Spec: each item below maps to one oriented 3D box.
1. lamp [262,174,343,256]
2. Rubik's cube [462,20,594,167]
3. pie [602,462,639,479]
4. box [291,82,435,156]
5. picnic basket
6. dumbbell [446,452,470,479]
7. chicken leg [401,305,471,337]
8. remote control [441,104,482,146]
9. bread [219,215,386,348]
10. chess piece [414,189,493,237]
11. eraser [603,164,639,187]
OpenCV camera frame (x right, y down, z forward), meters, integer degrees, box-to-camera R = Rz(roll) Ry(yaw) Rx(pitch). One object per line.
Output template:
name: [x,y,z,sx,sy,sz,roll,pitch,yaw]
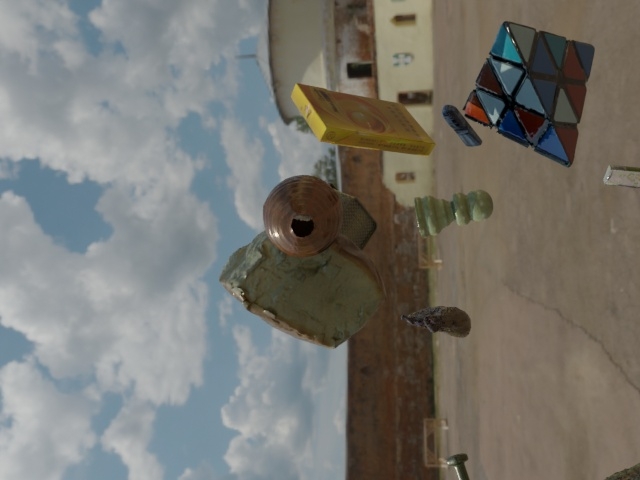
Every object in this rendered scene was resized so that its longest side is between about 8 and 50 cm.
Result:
lamp: [-0.029,-0.040,0.994,0.136,0.136,0.137,-2,-90,-81]
Rubik's cube: [0.445,-0.247,1.136,0.284,0.249,0.234,106,147,-67]
pie: [0.544,0.418,0.985,0.302,0.302,0.067,50,-160,-76]
box: [0.086,-0.235,1.195,0.152,0.269,0.044,60,136,39]
picnic basket: [0.000,0.000,1.498,0.267,0.139,0.165,-55,-39,-9]
dumbbell: [0.327,0.546,1.375,0.052,0.046,0.118,-41,60,47]
chicken leg: [0.324,0.220,1.668,0.322,0.177,0.083,160,115,-80]
remote control: [0.333,-0.270,1.442,0.152,0.043,0.027,34,-118,-42]
bread: [-0.027,0.075,1.178,0.225,0.279,0.250,-57,15,-7]
chess piece: [0.456,-0.101,2.049,0.144,0.251,0.145,-11,-90,-74]
eraser: [0.589,-0.122,1.155,0.019,0.083,0.038,-78,-7,-50]
